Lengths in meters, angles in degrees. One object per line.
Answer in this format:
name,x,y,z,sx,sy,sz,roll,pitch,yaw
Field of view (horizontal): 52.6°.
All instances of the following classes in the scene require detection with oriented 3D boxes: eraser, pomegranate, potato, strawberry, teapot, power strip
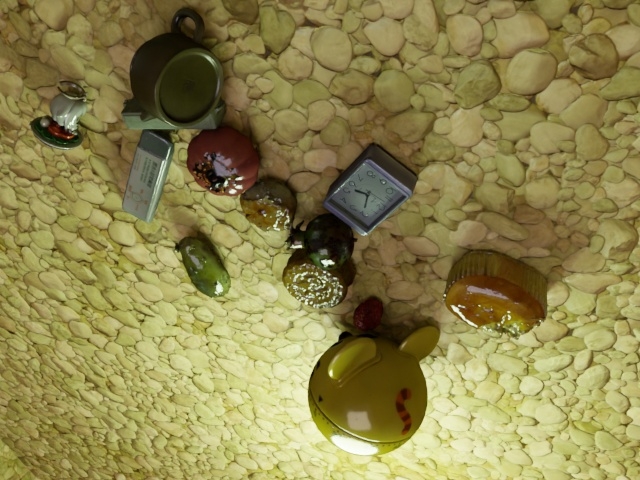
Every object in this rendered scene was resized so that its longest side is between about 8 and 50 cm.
eraser,-0.456,-0.162,1.707,0.089,0.061,0.352,29,134,-4
pomegranate,0.004,-0.006,1.608,0.169,0.148,0.149,24,135,11
potato,-0.332,0.078,1.853,0.117,0.090,0.226,-10,129,23
strawberry,0.136,0.206,1.804,0.083,0.083,0.097,19,101,4
teapot,-0.327,-0.372,1.406,0.175,0.185,0.268,34,108,30
power strip,-0.345,-0.301,1.527,0.272,0.078,0.052,4,137,17

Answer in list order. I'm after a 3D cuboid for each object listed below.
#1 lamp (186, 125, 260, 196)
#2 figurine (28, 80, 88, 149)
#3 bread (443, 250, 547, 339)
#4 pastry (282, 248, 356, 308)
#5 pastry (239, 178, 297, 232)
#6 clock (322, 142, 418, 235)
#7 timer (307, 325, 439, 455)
lamp,-0.236,-0.184,1.550,0.182,0.140,0.182,9,128,11
figurine,-0.636,-0.320,1.606,0.132,0.132,0.154,31,121,-8
bread,0.430,0.139,1.594,0.250,0.133,0.179,24,130,-3
pastry,-0.005,0.097,1.737,0.188,0.103,0.189,11,133,11
pastry,-0.129,-0.086,1.638,0.153,0.081,0.153,9,141,8
clock,0.116,-0.115,1.524,0.144,0.073,0.193,36,132,-11
timer,0.143,0.394,1.806,0.376,0.376,0.387,19,119,4
